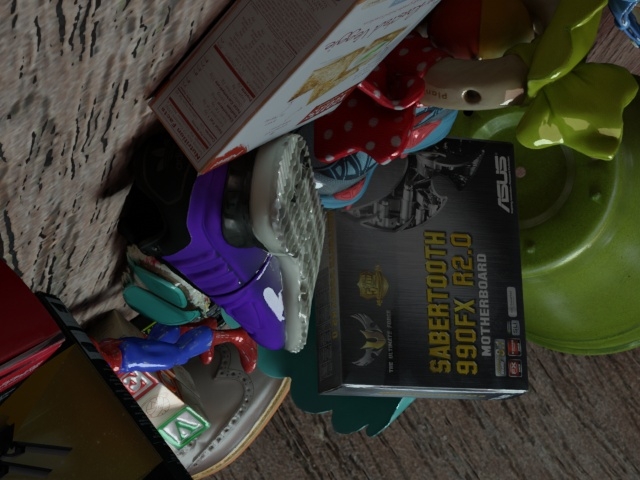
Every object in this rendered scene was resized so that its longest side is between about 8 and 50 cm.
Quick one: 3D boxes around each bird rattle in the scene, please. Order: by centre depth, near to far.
[{"bbox_3d":[0.115,-0.137,1.503,0.253,0.143,0.207,-8,-148,15],"label":"bird rattle"}]

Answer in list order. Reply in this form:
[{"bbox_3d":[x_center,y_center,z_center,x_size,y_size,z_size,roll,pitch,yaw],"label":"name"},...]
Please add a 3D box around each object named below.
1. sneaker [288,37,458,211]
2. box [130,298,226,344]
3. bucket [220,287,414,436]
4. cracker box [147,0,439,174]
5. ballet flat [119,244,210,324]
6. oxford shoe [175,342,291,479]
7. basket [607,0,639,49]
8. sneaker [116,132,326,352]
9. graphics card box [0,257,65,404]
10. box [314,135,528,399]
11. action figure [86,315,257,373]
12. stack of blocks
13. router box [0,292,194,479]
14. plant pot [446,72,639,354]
[{"bbox_3d":[0.036,-0.121,1.606,0.262,0.104,0.125,-37,158,-47],"label":"sneaker"},{"bbox_3d":[-0.173,0.105,2.147,0.190,0.045,0.184,-35,175,-19],"label":"box"},{"bbox_3d":[0.039,0.031,1.858,0.183,0.281,0.281,-39,174,-26],"label":"bucket"},{"bbox_3d":[0.008,-0.150,1.272,0.155,0.067,0.232,-30,171,-47],"label":"cracker box"},{"bbox_3d":[-0.127,0.022,1.708,0.077,0.091,0.241,-64,-176,-13],"label":"ballet flat"},{"bbox_3d":[-0.179,0.207,2.111,0.363,0.130,0.133,-37,162,-7],"label":"oxford shoe"},{"bbox_3d":[0.343,-0.224,1.500,0.255,0.289,0.201,-37,153,23],"label":"basket"},{"bbox_3d":[-0.079,-0.007,1.484,0.293,0.146,0.102,81,17,-63],"label":"sneaker"},{"bbox_3d":[-0.368,0.168,1.368,0.371,0.094,0.233,-44,171,37],"label":"graphics card box"},{"bbox_3d":[0.086,0.022,1.701,0.183,0.231,0.056,5,165,-23],"label":"box"},{"bbox_3d":[-0.181,0.142,1.788,0.091,0.139,0.280,5,-178,41],"label":"action figure"},{"bbox_3d":[-0.259,0.228,1.962,0.297,0.087,0.171,-39,130,8],"label":"stack of blocks"},{"bbox_3d":[-0.278,0.232,1.627,0.309,0.243,0.081,-38,173,1],"label":"router box"},{"bbox_3d":[0.278,-0.057,2.303,0.366,0.366,0.353,-39,161,13],"label":"plant pot"}]
